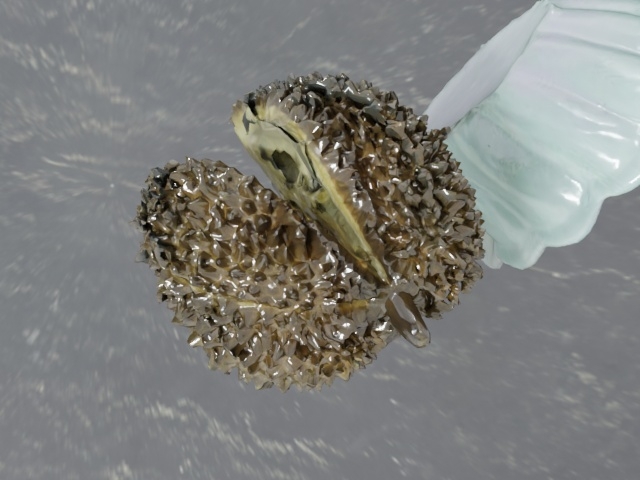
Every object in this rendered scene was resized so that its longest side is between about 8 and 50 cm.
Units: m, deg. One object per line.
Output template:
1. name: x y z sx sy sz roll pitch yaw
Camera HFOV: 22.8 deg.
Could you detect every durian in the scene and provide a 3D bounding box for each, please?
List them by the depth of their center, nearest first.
1. durian: 0.000 0.000 0.873 0.196 0.167 0.196 -13 60 23

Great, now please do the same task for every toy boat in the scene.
1. toy boat: 0.141 -0.079 1.022 0.100 0.290 0.199 39 72 -8
